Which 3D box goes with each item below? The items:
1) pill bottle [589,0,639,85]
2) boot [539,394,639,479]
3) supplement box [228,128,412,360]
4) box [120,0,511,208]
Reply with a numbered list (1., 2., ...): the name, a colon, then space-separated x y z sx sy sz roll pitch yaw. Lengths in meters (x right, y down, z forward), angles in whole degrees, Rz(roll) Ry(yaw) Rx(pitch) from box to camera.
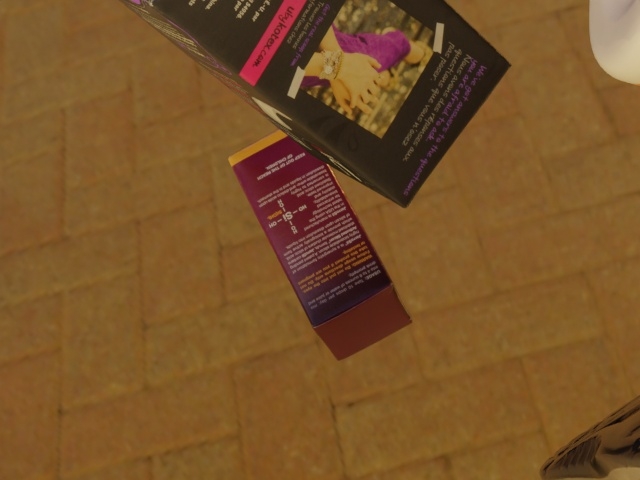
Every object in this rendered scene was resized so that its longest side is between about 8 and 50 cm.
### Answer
1. pill bottle: 0.162 -0.073 0.412 0.152 0.086 0.086 11 40 -7
2. boot: 0.247 0.186 0.682 0.138 0.377 0.284 -34 81 -5
3. supplement box: 0.000 0.000 1.287 0.081 0.104 0.188 -28 64 1
4. box: -0.019 -0.168 1.067 0.143 0.270 0.165 -53 34 -1
